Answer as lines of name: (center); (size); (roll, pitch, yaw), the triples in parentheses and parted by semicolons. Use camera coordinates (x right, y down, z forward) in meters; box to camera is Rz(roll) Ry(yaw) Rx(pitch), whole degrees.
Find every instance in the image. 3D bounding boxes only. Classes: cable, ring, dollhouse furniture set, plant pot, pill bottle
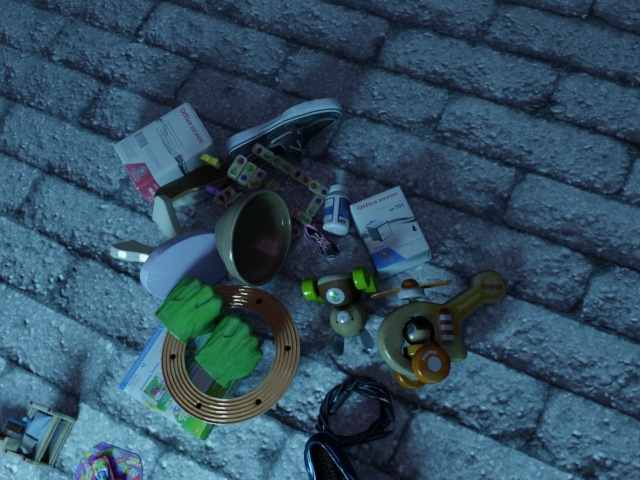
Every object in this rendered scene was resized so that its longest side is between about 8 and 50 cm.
cable: (0.072, 0.389, 1.673); (0.184, 0.047, 0.151); (-17, 66, 4)
ring: (-0.210, 0.264, 1.733); (0.336, 0.032, 0.337); (-4, 66, 8)
dollhouse furniture set: (-0.708, 0.440, 1.744); (0.183, 0.129, 0.129); (16, 70, 17)
plant pot: (-0.180, -0.013, 1.797); (0.109, 0.237, 0.237); (9, 67, 33)
pill bottle: (0.043, -0.078, 1.880); (0.067, 0.067, 0.120); (1, 66, 11)

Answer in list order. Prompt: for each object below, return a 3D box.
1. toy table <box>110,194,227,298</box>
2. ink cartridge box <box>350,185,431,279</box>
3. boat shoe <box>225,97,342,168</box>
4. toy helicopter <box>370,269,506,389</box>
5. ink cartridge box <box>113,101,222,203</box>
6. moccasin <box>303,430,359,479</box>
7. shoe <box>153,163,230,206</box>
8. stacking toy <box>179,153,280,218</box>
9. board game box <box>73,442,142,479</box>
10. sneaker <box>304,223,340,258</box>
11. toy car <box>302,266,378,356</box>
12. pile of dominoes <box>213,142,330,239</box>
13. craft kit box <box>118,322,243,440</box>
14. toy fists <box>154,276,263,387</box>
toy table: (-0.364, 0.031, 1.824); (0.161, 0.274, 0.252); (31, 108, 31)
ink cartridge box: (0.171, -0.019, 1.823); (0.139, 0.082, 0.191); (-22, 65, 0)
boat shoe: (-0.087, -0.267, 1.975); (0.335, 0.121, 0.119); (-24, 71, 11)
toy helicopter: (0.275, 0.162, 1.687); (0.355, 0.140, 0.235); (-31, 83, -22)
ink cartridge box: (-0.414, -0.241, 2.017); (0.237, 0.100, 0.172); (-32, 64, -4)
moccasin: (0.042, 0.571, 1.541); (0.137, 0.117, 0.342); (-32, 73, 2)
shoe: (-0.338, -0.142, 1.987); (0.219, 0.058, 0.076); (-22, 54, -3)
stacking toy: (-0.238, -0.109, 1.914); (0.221, 0.052, 0.167); (23, 81, 2)
board game box: (-0.498, 0.546, 1.712); (0.168, 0.033, 0.133); (14, 69, 16)
sneaker: (0.000, 0.000, 1.858); (0.119, 0.057, 0.047); (39, 76, 22)
toy car: (0.059, 0.172, 1.732); (0.155, 0.149, 0.188); (-13, 76, 17)
pile of dominoes: (-0.123, -0.119, 1.888); (0.251, 0.040, 0.196); (32, 78, -3)
craft kit box: (-0.315, 0.309, 1.776); (0.246, 0.061, 0.250); (25, 73, 22)
toy fists: (-0.247, 0.201, 1.701); (0.279, 0.096, 0.142); (42, 89, 22)
